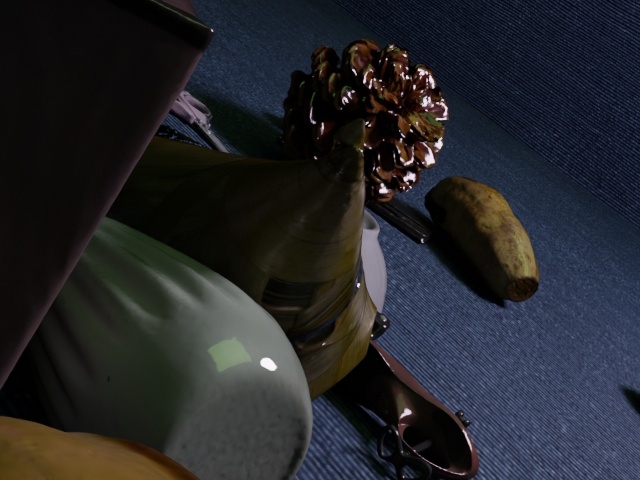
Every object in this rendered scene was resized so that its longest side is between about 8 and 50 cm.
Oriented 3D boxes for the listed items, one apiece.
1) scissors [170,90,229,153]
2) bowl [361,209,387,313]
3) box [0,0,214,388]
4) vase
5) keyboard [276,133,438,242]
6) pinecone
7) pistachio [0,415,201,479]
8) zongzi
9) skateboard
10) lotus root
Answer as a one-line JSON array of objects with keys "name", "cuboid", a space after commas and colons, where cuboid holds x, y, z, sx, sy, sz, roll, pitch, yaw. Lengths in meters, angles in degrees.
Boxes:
[{"name": "scissors", "cuboid": [-0.140, -0.134, 1.212, 0.100, 0.015, 0.189, 16, 25, -50]}, {"name": "bowl", "cuboid": [0.000, 0.000, 0.971, 0.189, 0.086, 0.189, 29, 17, -10]}, {"name": "box", "cuboid": [-0.193, -0.044, 0.460, 0.188, 0.252, 0.153, 25, 18, -22]}, {"name": "vase", "cuboid": [-0.109, 0.054, 0.575, 0.128, 0.128, 0.248, 17, 14, -42]}, {"name": "keyboard", "cuboid": [0.052, -0.076, 1.390, 0.250, 0.017, 0.087, 35, 18, 10]}, {"name": "pinecone", "cuboid": [0.063, -0.150, 1.267, 0.221, 0.221, 0.221, 30, 17, -10]}, {"name": "pistachio", "cuboid": [-0.102, 0.131, 0.333, 0.210, 0.131, 0.165, 10, 38, 47]}, {"name": "zongzi", "cuboid": [-0.074, -0.035, 0.660, 0.260, 0.123, 0.289, 38, -25, 23]}, {"name": "skateboard", "cuboid": [0.056, 0.129, 0.772, 0.151, 0.067, 0.080, 45, 29, 23]}, {"name": "lotus root", "cuboid": [0.226, -0.007, 1.363, 0.110, 0.097, 0.258, 61, -1, -40]}]
